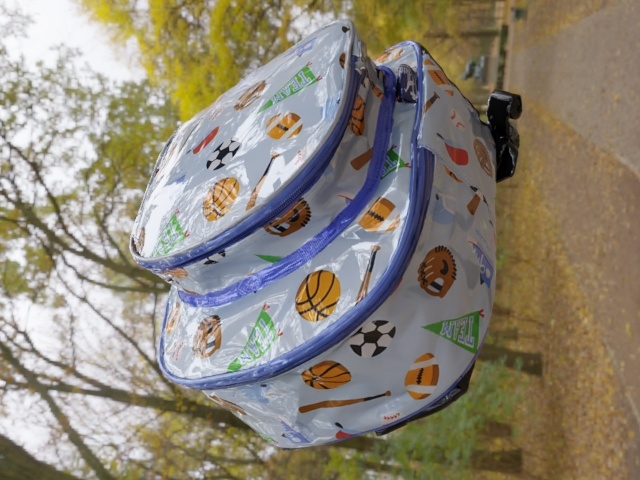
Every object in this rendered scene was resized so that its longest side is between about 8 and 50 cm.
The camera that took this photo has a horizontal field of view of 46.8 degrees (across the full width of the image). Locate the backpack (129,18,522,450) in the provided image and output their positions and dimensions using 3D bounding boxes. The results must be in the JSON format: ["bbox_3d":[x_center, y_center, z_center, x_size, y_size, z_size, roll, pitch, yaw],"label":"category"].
[{"bbox_3d":[0.000,0.000,0.518,0.213,0.276,0.263,33,-140,-34],"label":"backpack"}]
